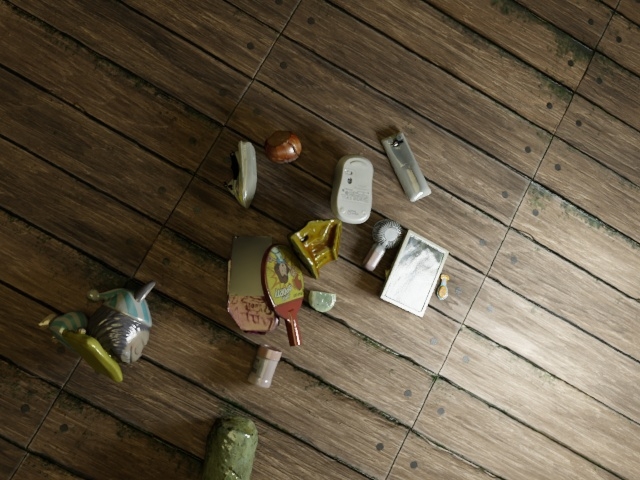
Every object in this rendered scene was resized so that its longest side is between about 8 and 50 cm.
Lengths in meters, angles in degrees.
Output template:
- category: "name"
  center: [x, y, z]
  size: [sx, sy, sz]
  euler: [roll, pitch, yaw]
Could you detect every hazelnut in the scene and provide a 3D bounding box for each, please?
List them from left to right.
- category: "hazelnut"
  center: [-0.159, -0.393, 1.871]
  size: [0.154, 0.143, 0.143]
  euler: [-24, 88, -1]

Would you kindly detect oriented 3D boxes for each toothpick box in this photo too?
- category: "toothpick box"
  center: [-0.226, 0.507, 1.788]
  size: [0.099, 0.098, 0.148]
  euler: [20, 83, -5]

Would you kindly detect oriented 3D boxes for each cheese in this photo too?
- category: "cheese"
  center: [0.544, 0.207, 1.950]
  size: [0.047, 0.017, 0.111]
  euler: [11, 83, -8]

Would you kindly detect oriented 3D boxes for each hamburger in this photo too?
- category: "hamburger"
  center: [0.006, 0.259, 1.864]
  size: [0.121, 0.054, 0.084]
  euler: [8, 82, -13]

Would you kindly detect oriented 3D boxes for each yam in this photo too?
- category: "yam"
  center: [-0.351, 0.839, 1.700]
  size: [0.195, 0.195, 0.299]
  euler: [8, 85, -6]

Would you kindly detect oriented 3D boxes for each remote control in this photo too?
- category: "remote control"
  center: [0.385, -0.332, 1.961]
  size: [0.109, 0.055, 0.312]
  euler: [-25, 88, -8]

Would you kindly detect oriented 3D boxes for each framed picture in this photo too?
- category: "framed picture"
  center: [0.407, 0.144, 1.906]
  size: [0.241, 0.020, 0.324]
  euler: [28, 81, -21]

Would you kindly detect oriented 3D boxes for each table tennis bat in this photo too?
- category: "table tennis bat"
  center: [-0.139, 0.215, 1.764]
  size: [0.051, 0.268, 0.414]
  euler: [-13, 87, 29]

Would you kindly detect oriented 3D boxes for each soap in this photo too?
- category: "soap"
  center: [-0.278, 0.226, 1.797]
  size: [0.220, 0.127, 0.324]
  euler: [-1, 86, -5]

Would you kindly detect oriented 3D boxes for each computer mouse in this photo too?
- category: "computer mouse"
  center: [0.131, -0.218, 1.886]
  size: [0.184, 0.121, 0.296]
  euler: [4, 88, -18]

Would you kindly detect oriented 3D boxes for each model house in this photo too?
- category: "model house"
  center: [0.002, 0.000, 1.809]
  size: [0.239, 0.268, 0.173]
  euler: [-38, 70, -10]

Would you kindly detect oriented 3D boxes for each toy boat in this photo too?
- category: "toy boat"
  center: [-0.330, -0.273, 1.833]
  size: [0.141, 0.141, 0.269]
  euler: [11, 86, -6]

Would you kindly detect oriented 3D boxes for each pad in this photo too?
- category: "pad"
  center: [-0.273, 0.099, 1.742]
  size: [0.164, 0.004, 0.242]
  euler: [1, 74, -5]

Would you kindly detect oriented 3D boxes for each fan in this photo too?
- category: "fan"
  center: [0.261, 0.020, 1.910]
  size: [0.130, 0.074, 0.244]
  euler: [33, 87, -14]

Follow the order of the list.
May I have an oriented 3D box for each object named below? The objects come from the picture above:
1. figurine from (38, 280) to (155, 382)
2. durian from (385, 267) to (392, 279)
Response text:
- category: "figurine"
  center: [-0.798, 0.302, 1.723]
  size: [0.362, 0.266, 0.377]
  euler: [21, 48, 20]
- category: "durian"
  center: [0.317, 0.165, 1.900]
  size: [0.052, 0.066, 0.130]
  euler: [-18, 117, 29]
